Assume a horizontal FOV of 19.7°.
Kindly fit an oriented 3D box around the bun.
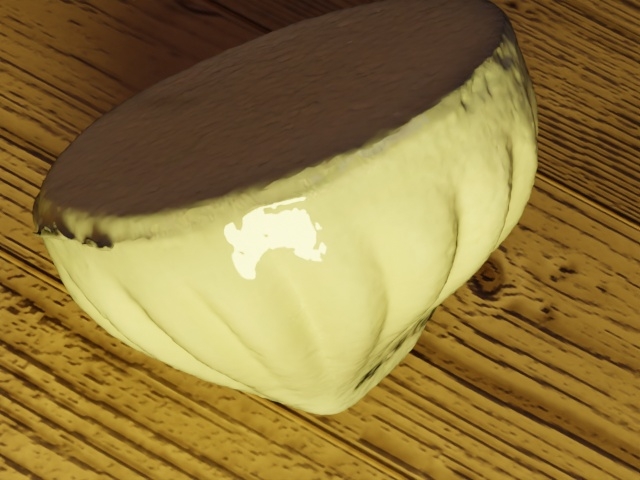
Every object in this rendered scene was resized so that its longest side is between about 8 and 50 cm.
[{"bbox_3d":[0.000,0.000,0.940,0.263,0.175,0.263,-19,23,8],"label":"bun"}]
